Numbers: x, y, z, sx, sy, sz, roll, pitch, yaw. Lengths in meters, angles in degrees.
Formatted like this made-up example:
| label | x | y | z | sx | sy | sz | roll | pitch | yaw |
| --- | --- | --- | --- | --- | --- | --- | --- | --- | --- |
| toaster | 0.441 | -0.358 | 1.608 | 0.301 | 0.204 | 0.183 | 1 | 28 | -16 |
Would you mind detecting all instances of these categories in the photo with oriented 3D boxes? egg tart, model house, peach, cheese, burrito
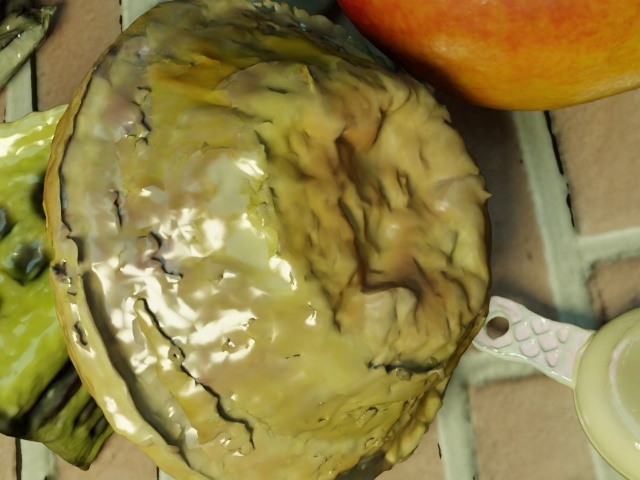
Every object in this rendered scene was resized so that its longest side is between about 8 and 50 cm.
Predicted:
| label | x | y | z | sx | sy | sz | roll | pitch | yaw |
| --- | --- | --- | --- | --- | --- | --- | --- | --- | --- |
| egg tart | 0.000 | 0.000 | 0.688 | 0.150 | 0.352 | 0.352 | -17 | 61 | 43 |
| model house | -0.175 | 0.012 | 0.775 | 0.174 | 0.193 | 0.234 | 32 | 76 | 20 |
| peach | 0.166 | -0.227 | 0.775 | 0.308 | 0.289 | 0.289 | -35 | 67 | -31 |
| cheese | 0.213 | 0.094 | 0.761 | 0.227 | 0.064 | 0.137 | 21 | 67 | 18 |
| burrito | -0.289 | -0.131 | 0.923 | 0.188 | 0.045 | 0.058 | -49 | 46 | -10 |

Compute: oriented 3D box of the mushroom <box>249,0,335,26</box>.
| label | x | y | z | sx | sy | sz | roll | pitch | yaw |
| --- | --- | --- | --- | --- | --- | --- | --- | --- | --- |
| mushroom | -0.078 | -0.175 | 0.890 | 0.109 | 0.097 | 0.351 | 36 | 79 | 19 |

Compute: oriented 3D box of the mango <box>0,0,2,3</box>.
| label | x | y | z | sx | sy | sz | roll | pitch | yaw |
| --- | --- | --- | --- | --- | --- | --- | --- | --- | --- |
| mango | -0.390 | -0.187 | 0.861 | 0.301 | 0.220 | 0.445 | 5 | 46 | 46 |
